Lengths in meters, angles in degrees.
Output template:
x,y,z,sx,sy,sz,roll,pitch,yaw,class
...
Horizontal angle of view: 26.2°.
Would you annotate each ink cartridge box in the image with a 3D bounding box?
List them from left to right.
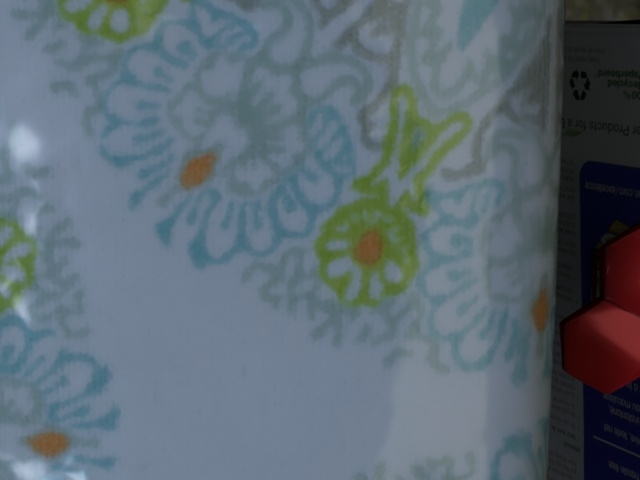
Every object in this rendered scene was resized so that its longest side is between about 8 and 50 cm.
x,y,z,sx,sy,sz,roll,pitch,yaw,class
0.156,0.068,0.733,0.069,0.176,0.371,-5,101,-28,ink cartridge box

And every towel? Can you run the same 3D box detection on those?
x,y,z,sx,sy,sz,roll,pitch,yaw,class
-0.088,0.029,0.576,0.374,0.090,0.320,1,99,-1,towel

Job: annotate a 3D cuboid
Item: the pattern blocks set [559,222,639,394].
x,y,z,sx,sy,sz,roll,pitch,yaw,class
0.000,0.000,0.635,0.285,0.026,0.325,-38,94,7,pattern blocks set
